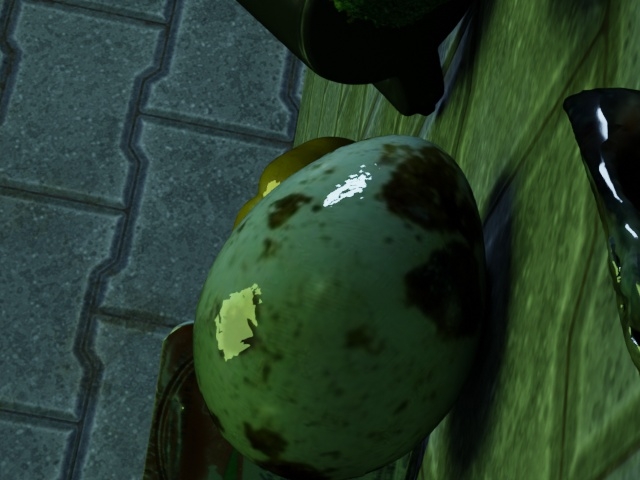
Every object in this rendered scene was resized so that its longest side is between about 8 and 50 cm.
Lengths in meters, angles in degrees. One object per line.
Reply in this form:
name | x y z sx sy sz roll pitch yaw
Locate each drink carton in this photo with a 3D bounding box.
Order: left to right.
drink carton | -0.014 0.117 1.104 0.189 0.191 0.185 -66 -13 -66

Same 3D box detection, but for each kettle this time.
kettle | -0.028 -0.258 1.207 0.308 0.203 0.262 49 142 32

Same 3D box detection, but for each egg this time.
egg | 0.018 0.037 0.894 0.231 0.169 0.169 -63 -2 -23

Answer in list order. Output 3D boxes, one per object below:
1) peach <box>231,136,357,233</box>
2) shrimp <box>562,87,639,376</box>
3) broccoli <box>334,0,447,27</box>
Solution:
peach | 0.000 0.000 1.242 0.179 0.103 0.179 -22 -60 -43
shrimp | 0.130 -0.095 0.486 0.445 0.085 0.272 -98 14 -63
broccoli | 0.031 -0.245 0.806 0.254 0.269 0.269 89 -174 -49
